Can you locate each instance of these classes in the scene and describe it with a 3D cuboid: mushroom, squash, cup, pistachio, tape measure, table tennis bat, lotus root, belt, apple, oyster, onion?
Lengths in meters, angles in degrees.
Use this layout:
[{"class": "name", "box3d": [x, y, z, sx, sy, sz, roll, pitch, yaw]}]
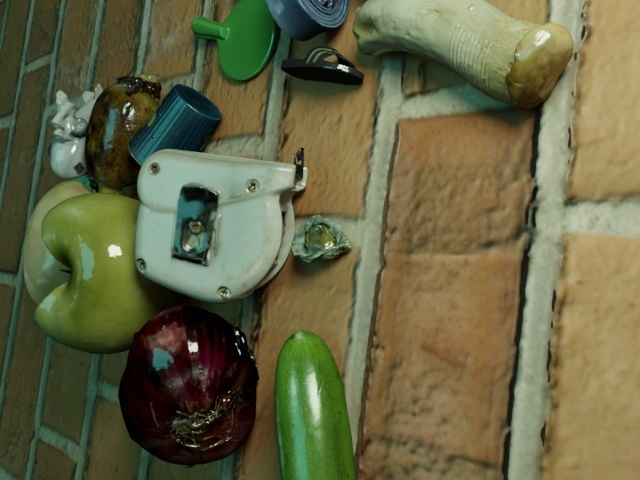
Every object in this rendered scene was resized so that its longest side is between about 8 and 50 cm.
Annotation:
[{"class": "mushroom", "box3d": [0.168, -0.268, 0.871, 0.351, 0.095, 0.122, 36, 125, 45]}, {"class": "squash", "box3d": [-0.004, 0.312, 0.913, 0.107, 0.107, 0.395, -23, 65, 41]}, {"class": "cup", "box3d": [-0.280, -0.222, 1.308, 0.155, 0.131, 0.176, -49, 26, 22]}, {"class": "pistachio", "box3d": [-0.567, 0.013, 1.492, 0.188, 0.188, 0.299, 3, 81, 46]}, {"class": "tape measure", "box3d": [-0.166, -0.033, 1.069, 0.258, 0.130, 0.265, 8, 93, 10]}, {"class": "table tennis bat", "box3d": [-0.168, -0.397, 1.282, 0.257, 0.039, 0.160, 27, 102, 40]}, {"class": "lotus root", "box3d": [-0.430, -0.221, 1.433, 0.169, 0.141, 0.314, 23, 99, 47]}, {"class": "belt", "box3d": [-0.019, -0.421, 1.055, 0.082, 0.141, 0.190, -11, 71, 43]}, {"class": "apple", "box3d": [-0.370, 0.064, 1.226, 0.233, 0.258, 0.295, 9, 90, 32]}, {"class": "oyster", "box3d": [0.000, -0.001, 1.034, 0.098, 0.037, 0.100, -31, 38, 17]}, {"class": "onion", "box3d": [-0.208, 0.218, 1.036, 0.281, 0.221, 0.280, 168, 90, -80]}]

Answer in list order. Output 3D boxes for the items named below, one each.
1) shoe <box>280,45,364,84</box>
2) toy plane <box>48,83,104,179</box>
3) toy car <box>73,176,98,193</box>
[{"class": "shoe", "box3d": [0.002, -0.288, 1.061, 0.179, 0.071, 0.049, 21, 93, 50]}, {"class": "toy plane", "box3d": [-0.549, -0.249, 1.527, 0.118, 0.245, 0.244, 16, 94, 12]}, {"class": "toy car", "box3d": [-0.581, -0.135, 1.647, 0.122, 0.035, 0.059, 47, 115, 31]}]
